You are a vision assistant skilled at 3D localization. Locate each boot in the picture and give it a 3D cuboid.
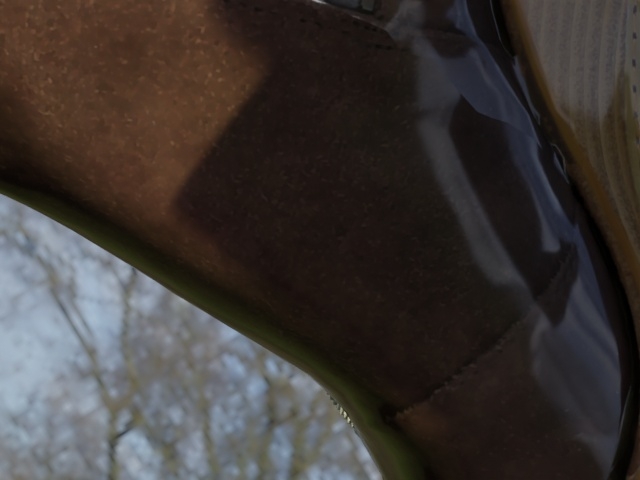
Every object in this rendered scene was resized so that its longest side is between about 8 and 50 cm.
[{"bbox_3d":[-0.027,-0.017,0.370,0.090,0.207,0.248,-137,-127,-73],"label":"boot"}]

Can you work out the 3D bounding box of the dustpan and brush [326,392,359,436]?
[{"bbox_3d":[0.000,0.000,0.912,0.211,0.060,0.147,-117,-154,-59],"label":"dustpan and brush"}]
